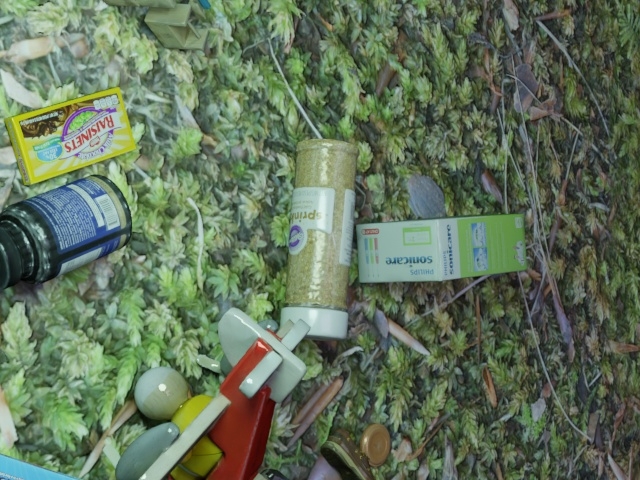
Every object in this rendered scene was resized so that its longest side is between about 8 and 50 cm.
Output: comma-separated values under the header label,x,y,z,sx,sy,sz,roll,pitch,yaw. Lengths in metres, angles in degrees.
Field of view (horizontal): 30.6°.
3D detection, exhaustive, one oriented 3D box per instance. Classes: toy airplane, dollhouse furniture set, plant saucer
label,x,y,z,sx,sy,sz,roll,pitch,yaw
toy airplane,-0.167,0.258,1.814,0.384,0.273,0.386,-64,163,-11
dollhouse furniture set,-0.261,-0.413,1.884,0.183,0.129,0.129,54,48,-60
plant saucer,0.109,0.397,2.271,0.084,0.013,0.083,4,84,-45

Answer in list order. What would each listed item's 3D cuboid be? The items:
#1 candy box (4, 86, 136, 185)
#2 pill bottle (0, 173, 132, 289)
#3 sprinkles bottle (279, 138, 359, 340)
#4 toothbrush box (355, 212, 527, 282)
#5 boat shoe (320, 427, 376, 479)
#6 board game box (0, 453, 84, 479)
label,x,y,z,sx,sy,sz,roll,pitch,yaw
candy box,-0.379,-0.162,1.794,0.206,0.027,0.105,-26,109,-43
pill bottle,-0.392,-0.009,1.703,0.219,0.123,0.122,-27,106,-43
sprinkles bottle,0.000,0.000,2.107,0.121,0.121,0.355,13,78,-45
toothbrush box,0.239,0.014,2.291,0.283,0.206,0.122,-7,93,-45
boat shoe,0.070,0.424,2.193,0.178,0.064,0.060,55,54,-25
board game box,-0.496,0.286,1.446,0.302,0.308,0.086,31,67,-40
